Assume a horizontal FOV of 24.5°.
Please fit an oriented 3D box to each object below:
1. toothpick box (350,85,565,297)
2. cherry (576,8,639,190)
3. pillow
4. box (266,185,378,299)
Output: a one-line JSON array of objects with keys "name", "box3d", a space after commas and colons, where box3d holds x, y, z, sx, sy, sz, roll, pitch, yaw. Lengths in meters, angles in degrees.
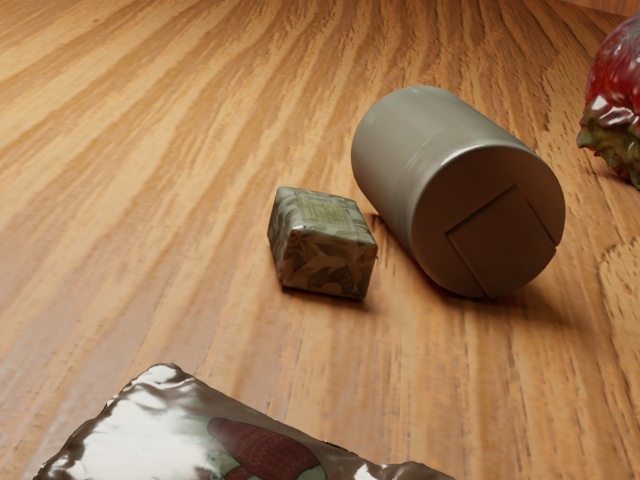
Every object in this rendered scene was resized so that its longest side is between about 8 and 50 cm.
[{"name": "toothpick box", "box3d": [0.093, -0.040, 1.053, 0.111, 0.111, 0.180, 8, 17, -16]}, {"name": "cherry", "box3d": [0.365, -0.158, 1.420, 0.175, 0.249, 0.192, 34, -8, -19]}, {"name": "pillow", "box3d": [0.018, 0.126, 0.578, 0.248, 0.049, 0.135, 21, 19, 10]}, {"name": "box", "box3d": [0.000, 0.000, 0.967, 0.062, 0.045, 0.098, 11, 18, -9]}]
